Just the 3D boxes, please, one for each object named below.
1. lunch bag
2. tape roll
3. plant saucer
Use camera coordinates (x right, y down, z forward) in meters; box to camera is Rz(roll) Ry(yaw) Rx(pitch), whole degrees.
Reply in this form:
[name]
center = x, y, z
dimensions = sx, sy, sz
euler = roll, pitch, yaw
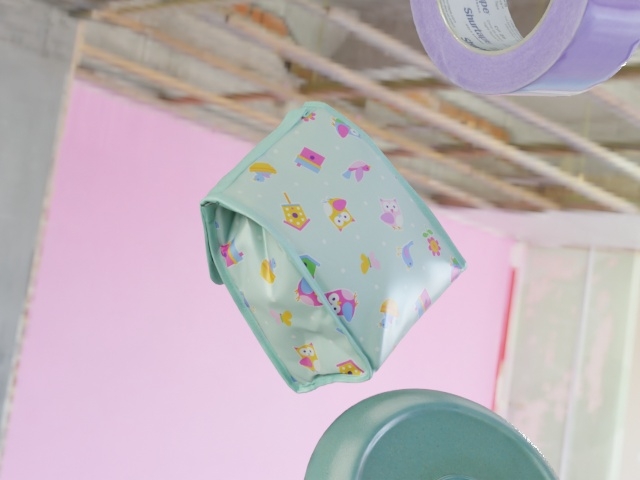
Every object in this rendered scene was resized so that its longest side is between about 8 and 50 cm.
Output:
[lunch bag]
center = 0.000, 0.000, 1.398
dimensions = 0.160, 0.223, 0.262
euler = -21, -71, 49
[tape roll]
center = 0.158, -0.203, 0.957
dimensions = 0.080, 0.189, 0.189
euler = -5, 2, -38
[plant saucer]
center = 0.133, 0.281, 1.230
dimensions = 0.317, 0.318, 0.044
euler = 11, -35, -22
